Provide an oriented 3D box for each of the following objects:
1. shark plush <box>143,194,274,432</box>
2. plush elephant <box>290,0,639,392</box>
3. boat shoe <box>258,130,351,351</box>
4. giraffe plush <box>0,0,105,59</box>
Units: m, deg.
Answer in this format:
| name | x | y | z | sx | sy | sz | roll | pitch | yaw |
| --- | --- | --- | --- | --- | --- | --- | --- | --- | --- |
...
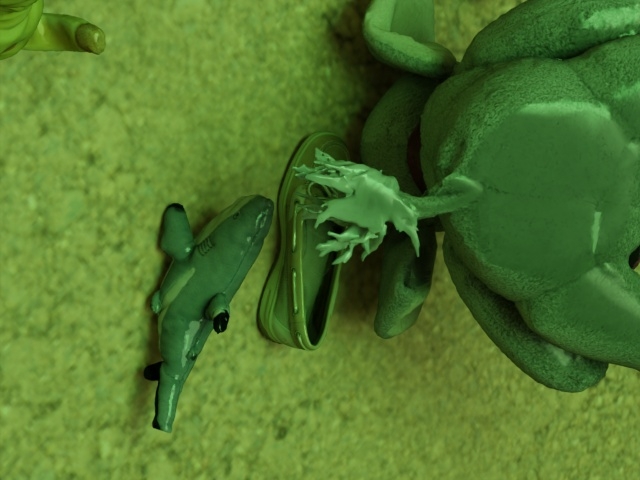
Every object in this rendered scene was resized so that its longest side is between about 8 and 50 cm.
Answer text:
| name | x | y | z | sx | sy | sz | roll | pitch | yaw |
| --- | --- | --- | --- | --- | --- | --- | --- | --- | --- |
| shark plush | -0.082 | 0.042 | 0.970 | 0.073 | 0.067 | 0.161 | 41 | 72 | -35 |
| plush elephant | 0.131 | -0.050 | 1.012 | 0.330 | 0.255 | 0.271 | 2 | 106 | -8 |
| boat shoe | -0.002 | 0.000 | 1.040 | 0.056 | 0.048 | 0.153 | 19 | 85 | -39 |
| giraffe plush | -0.238 | -0.110 | 0.789 | 0.170 | 0.181 | 0.210 | -51 | 159 | -9 |
